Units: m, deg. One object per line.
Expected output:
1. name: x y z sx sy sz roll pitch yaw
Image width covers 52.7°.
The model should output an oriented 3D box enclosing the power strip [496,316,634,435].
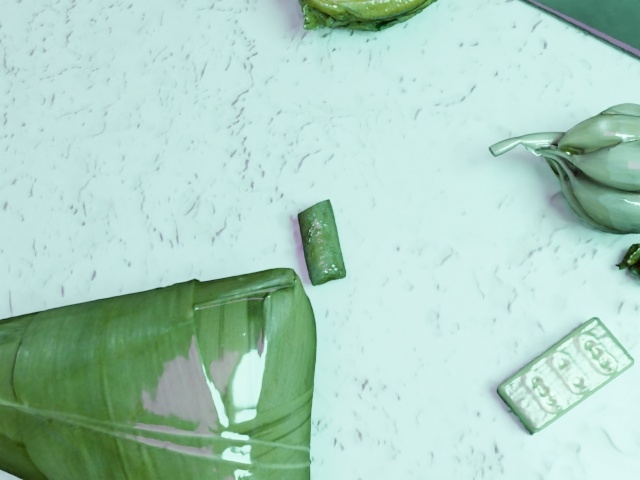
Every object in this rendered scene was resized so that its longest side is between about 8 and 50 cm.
1. power strip: 0.231 0.130 0.616 0.123 0.032 0.056 -35 71 -2

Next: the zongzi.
1. zongzi: -0.210 0.228 0.585 0.447 0.181 0.418 -9 73 8

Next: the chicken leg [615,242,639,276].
1. chicken leg: 0.400 -0.013 0.607 0.228 0.088 0.103 -36 99 9

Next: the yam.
1. yam: 0.000 0.000 0.683 0.043 0.043 0.094 -14 72 5

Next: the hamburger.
1. hamburger: 0.061 -0.335 0.719 0.215 0.122 0.189 -15 97 11

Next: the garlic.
1. garlic: 0.261 -0.073 0.616 0.194 0.131 0.127 10 73 2

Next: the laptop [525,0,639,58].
1. laptop: 0.317 -0.330 0.746 0.269 0.015 0.187 34 82 16
